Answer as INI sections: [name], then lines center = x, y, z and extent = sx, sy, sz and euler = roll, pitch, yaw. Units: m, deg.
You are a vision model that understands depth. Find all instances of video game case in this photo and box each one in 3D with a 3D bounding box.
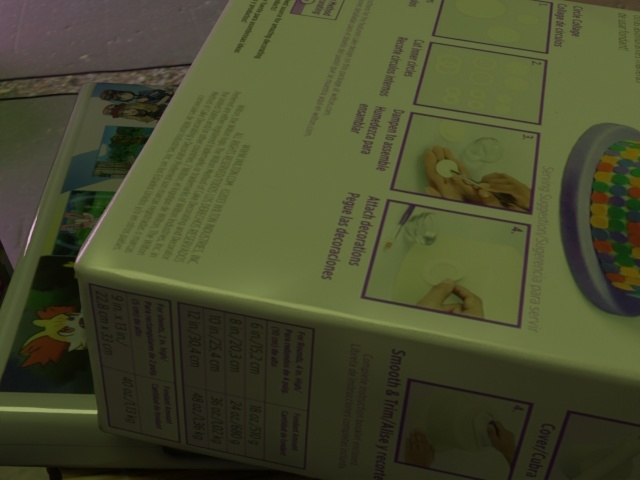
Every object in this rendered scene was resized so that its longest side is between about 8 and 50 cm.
[video game case]
center = 0.000, 0.000, 0.553
extent = 0.300, 0.036, 0.329
euler = 3, 32, -5

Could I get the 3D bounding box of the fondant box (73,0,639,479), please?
[fondant box]
center = 0.100, -0.004, 0.425
extent = 0.330, 0.096, 0.238
euler = 10, 42, 8

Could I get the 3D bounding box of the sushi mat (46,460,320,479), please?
[sushi mat]
center = 0.026, 0.070, 0.493
extent = 0.316, 0.019, 0.151
euler = -6, 32, -19

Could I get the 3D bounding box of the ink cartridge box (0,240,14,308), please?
[ink cartridge box]
center = -0.223, 0.033, 0.613
extent = 0.052, 0.122, 0.088
euler = -2, 38, 9
